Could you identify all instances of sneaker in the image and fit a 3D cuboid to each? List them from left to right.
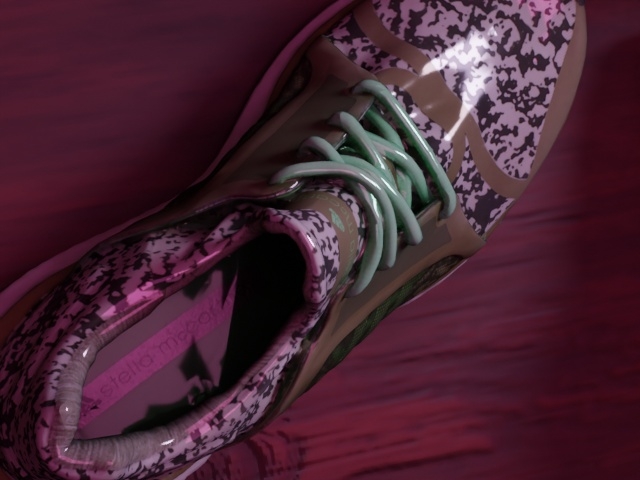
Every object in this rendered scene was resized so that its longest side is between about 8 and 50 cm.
[{"bbox_3d":[0.000,0.000,0.876,0.410,0.182,0.158,-43,102,-15],"label":"sneaker"}]
